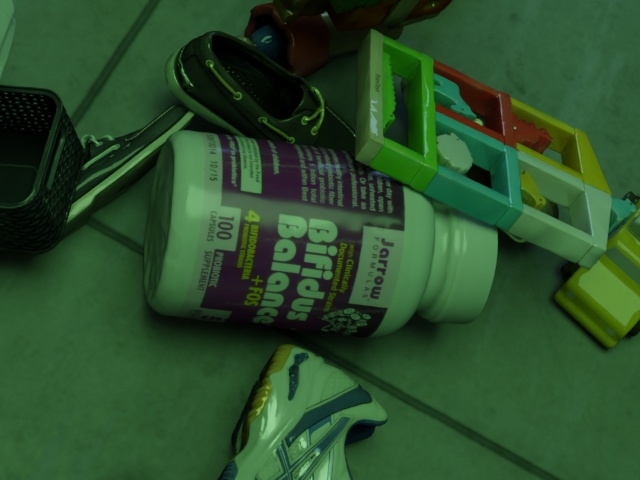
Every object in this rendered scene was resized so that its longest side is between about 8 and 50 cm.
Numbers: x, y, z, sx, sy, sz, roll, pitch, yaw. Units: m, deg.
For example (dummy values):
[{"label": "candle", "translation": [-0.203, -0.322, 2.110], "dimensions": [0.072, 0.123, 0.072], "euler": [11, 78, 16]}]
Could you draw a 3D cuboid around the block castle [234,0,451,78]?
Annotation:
[{"label": "block castle", "translation": [0.009, -0.368, 1.430], "dimensions": [0.213, 0.453, 0.303], "euler": [-19, 74, -32]}]

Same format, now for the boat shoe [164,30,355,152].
[{"label": "boat shoe", "translation": [-0.038, -0.123, 1.480], "dimensions": [0.228, 0.069, 0.081], "euler": [28, 55, -26]}]

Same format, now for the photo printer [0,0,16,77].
[{"label": "photo printer", "translation": [-0.425, -0.109, 1.286], "dimensions": [0.307, 0.107, 0.256], "euler": [0, 61, 28]}]

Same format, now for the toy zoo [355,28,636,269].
[{"label": "toy zoo", "translation": [0.167, -0.079, 1.448], "dimensions": [0.293, 0.030, 0.192], "euler": [24, 35, -16]}]

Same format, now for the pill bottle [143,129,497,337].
[{"label": "pill bottle", "translation": [0.000, 0.000, 1.409], "dimensions": [0.301, 0.169, 0.169], "euler": [6, 64, -14]}]

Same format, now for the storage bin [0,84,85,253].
[{"label": "storage bin", "translation": [-0.311, -0.066, 1.356], "dimensions": [0.180, 0.084, 0.122], "euler": [6, 62, 10]}]

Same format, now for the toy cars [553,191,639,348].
[{"label": "toy cars", "translation": [0.424, 0.012, 1.584], "dimensions": [0.394, 0.087, 0.176], "euler": [-1, 66, -18]}]

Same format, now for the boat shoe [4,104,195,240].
[{"label": "boat shoe", "translation": [-0.204, -0.074, 1.434], "dimensions": [0.206, 0.075, 0.065], "euler": [-41, 86, -24]}]

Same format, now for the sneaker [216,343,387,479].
[{"label": "sneaker", "translation": [-0.033, 0.231, 1.323], "dimensions": [0.131, 0.112, 0.296], "euler": [28, 61, -4]}]

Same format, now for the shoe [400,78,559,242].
[{"label": "shoe", "translation": [0.153, -0.086, 1.547], "dimensions": [0.219, 0.076, 0.058], "euler": [50, 43, 6]}]
